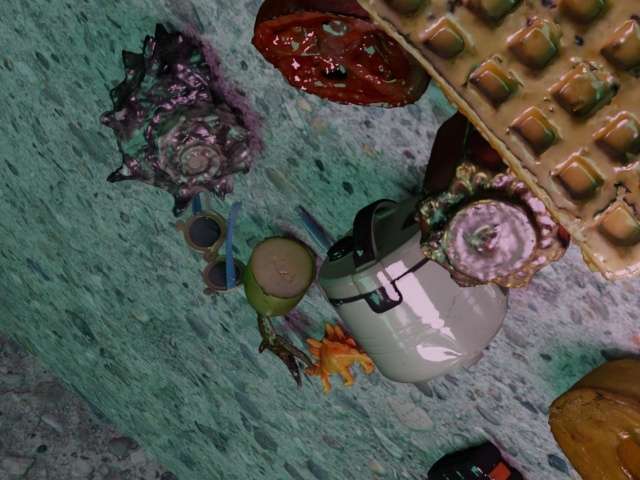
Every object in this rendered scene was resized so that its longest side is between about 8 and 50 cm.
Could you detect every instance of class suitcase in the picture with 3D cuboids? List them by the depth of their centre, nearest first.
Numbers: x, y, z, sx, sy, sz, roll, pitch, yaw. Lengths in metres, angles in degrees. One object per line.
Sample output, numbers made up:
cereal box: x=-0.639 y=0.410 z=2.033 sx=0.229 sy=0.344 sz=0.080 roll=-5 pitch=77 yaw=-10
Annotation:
suitcase: x=0.328 y=0.483 z=2.034 sx=0.285 sy=0.066 sz=0.206 roll=48 pitch=154 yaw=0

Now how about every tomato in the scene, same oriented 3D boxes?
tomato: x=0.036 y=-0.254 z=1.401 sx=0.228 sy=0.101 sz=0.228 roll=10 pitch=160 yaw=4

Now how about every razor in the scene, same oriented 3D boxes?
razor: x=0.000 y=0.000 z=1.906 sx=0.135 sy=0.040 sz=0.068 roll=50 pitch=153 yaw=6

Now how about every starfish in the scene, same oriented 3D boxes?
starfish: x=-0.084 y=0.184 z=2.189 sx=0.238 sy=0.057 sz=0.213 roll=40 pitch=157 yaw=56

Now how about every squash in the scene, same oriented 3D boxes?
squash: x=-0.080 y=0.071 z=2.034 sx=0.123 sy=0.123 sz=0.187 roll=45 pitch=158 yaw=5

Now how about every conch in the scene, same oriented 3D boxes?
conch: x=-0.222 y=-0.185 z=1.843 sx=0.240 sy=0.186 sz=0.313 roll=-3 pitch=110 yaw=24

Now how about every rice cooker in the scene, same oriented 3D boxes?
rice cooker: x=0.126 y=0.056 z=1.602 sx=0.244 sy=0.226 sz=0.226 roll=53 pitch=153 yaw=-13

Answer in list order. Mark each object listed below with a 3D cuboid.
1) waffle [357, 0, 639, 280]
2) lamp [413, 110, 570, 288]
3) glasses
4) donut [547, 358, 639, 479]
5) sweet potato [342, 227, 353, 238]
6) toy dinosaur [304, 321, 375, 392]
waffle: x=0.239 y=-0.174 z=1.066 sx=0.376 sy=0.261 sz=0.114 roll=47 pitch=-163 yaw=4
lamp: x=0.196 y=-0.059 z=1.272 sx=0.177 sy=0.274 sz=0.177 roll=6 pitch=117 yaw=11
glasses: x=-0.168 y=-0.035 z=2.054 sx=0.190 sy=0.088 sz=0.220 roll=62 pitch=144 yaw=33
donut: x=0.440 y=0.272 z=1.531 sx=0.277 sy=0.108 sz=0.277 roll=36 pitch=151 yaw=24
sweet potato: x=0.081 y=0.079 z=1.819 sx=0.112 sy=0.085 sz=0.286 roll=-121 pitch=13 yaw=-45
toy dinosaur: x=0.035 y=0.201 z=2.093 sx=0.117 sy=0.070 sz=0.288 roll=51 pitch=149 yaw=-7
